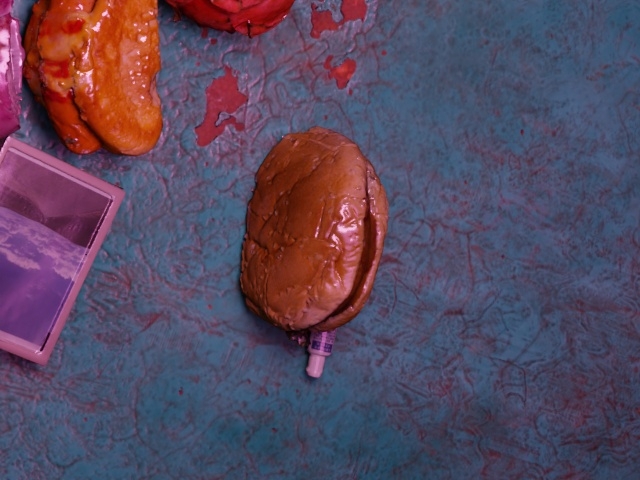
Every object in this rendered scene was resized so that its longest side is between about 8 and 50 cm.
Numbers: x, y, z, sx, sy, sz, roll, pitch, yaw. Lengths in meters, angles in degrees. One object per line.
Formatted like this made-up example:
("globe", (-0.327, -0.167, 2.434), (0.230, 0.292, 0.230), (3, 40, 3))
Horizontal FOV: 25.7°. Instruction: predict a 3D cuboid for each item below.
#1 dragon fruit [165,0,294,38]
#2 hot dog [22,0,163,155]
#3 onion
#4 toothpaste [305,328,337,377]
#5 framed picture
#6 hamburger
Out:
("dragon fruit", (-0.108, -0.385, 1.777), (0.241, 0.252, 0.241), (2, 77, -8))
("hot dog", (-0.290, -0.228, 1.765), (0.153, 0.150, 0.257), (-11, 109, -34))
("onion", (-0.443, -0.219, 1.669), (0.200, 0.200, 0.207), (-6, 117, -28))
("toothpaste", (0.013, 0.095, 2.058), (0.062, 0.037, 0.216), (12, 90, -30))
("framed picture", (-0.383, 0.014, 1.807), (0.189, 0.023, 0.260), (28, 85, -33))
("hamburger", (0.000, 0.000, 1.934), (0.132, 0.211, 0.309), (11, 93, -35))
